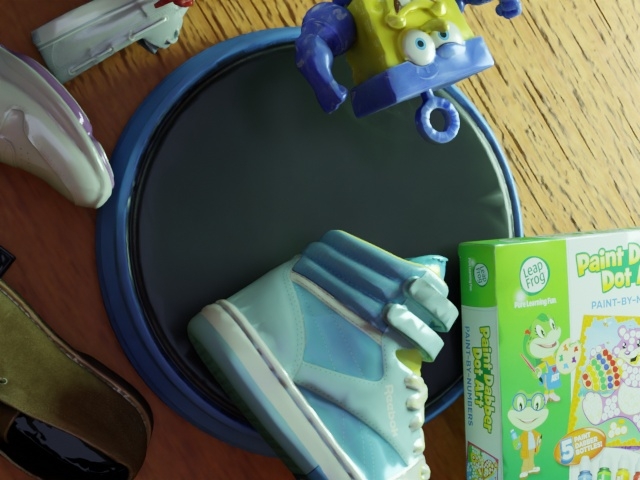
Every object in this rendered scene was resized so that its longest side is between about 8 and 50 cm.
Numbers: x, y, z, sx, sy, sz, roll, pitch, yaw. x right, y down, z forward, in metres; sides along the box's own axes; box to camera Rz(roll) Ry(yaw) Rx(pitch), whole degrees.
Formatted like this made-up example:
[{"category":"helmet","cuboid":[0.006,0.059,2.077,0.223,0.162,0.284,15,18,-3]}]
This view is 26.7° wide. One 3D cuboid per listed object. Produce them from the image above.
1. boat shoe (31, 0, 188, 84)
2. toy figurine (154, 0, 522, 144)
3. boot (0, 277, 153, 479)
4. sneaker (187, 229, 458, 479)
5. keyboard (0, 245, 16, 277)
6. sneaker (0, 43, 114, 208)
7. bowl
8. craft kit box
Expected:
[{"category":"boat shoe","cuboid":[-0.155,-0.191,1.166,0.184,0.066,0.063,-28,105,-17]},{"category":"toy figurine","cuboid":[0.069,-0.180,1.123,0.363,0.191,0.217,-22,84,-32]},{"category":"boot","cuboid":[-0.270,0.103,1.073,0.305,0.115,0.112,32,101,-10]},{"category":"sneaker","cuboid":[0.065,0.130,1.092,0.208,0.127,0.319,-40,98,-14]},{"category":"keyboard","cuboid":[-0.340,-0.022,1.121,0.180,0.023,0.108,39,83,-11]},{"category":"sneaker","cuboid":[-0.308,-0.109,1.097,0.305,0.114,0.152,38,78,0]},{"category":"bowl","cuboid":[0.000,0.000,1.188,0.391,0.077,0.391,1,86,-16]},{"category":"craft kit box","cuboid":[0.239,0.115,1.212,0.250,0.061,0.246,-6,92,-33]}]
